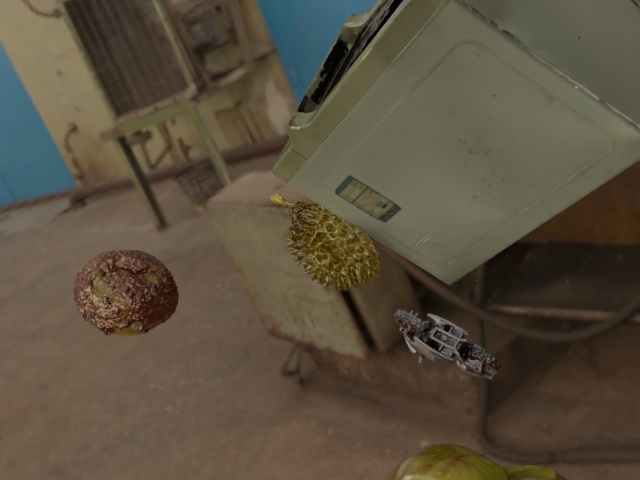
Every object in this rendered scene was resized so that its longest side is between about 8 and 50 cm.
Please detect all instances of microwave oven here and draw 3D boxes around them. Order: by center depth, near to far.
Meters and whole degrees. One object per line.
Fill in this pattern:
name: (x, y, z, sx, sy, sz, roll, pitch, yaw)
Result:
microwave oven: (0.155, -0.156, 0.969, 0.355, 0.286, 0.218, -45, 17, 56)

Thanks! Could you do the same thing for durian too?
durian: (0.000, 0.000, 1.429, 0.102, 0.208, 0.146, -48, 0, -29)

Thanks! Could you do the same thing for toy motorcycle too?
toy motorcycle: (0.228, 0.197, 1.714, 0.215, 0.122, 0.080, 27, 74, 18)

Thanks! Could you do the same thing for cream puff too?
cream puff: (-0.274, 0.067, 1.321, 0.149, 0.084, 0.149, 10, 39, -8)

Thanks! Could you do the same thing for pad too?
pad: (0.246, 0.346, 1.504, 0.113, 0.006, 0.188, -12, -14, -9)

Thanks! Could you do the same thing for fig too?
fig: (0.099, 0.180, 0.643, 0.093, 0.093, 0.166, -12, -6, 30)
